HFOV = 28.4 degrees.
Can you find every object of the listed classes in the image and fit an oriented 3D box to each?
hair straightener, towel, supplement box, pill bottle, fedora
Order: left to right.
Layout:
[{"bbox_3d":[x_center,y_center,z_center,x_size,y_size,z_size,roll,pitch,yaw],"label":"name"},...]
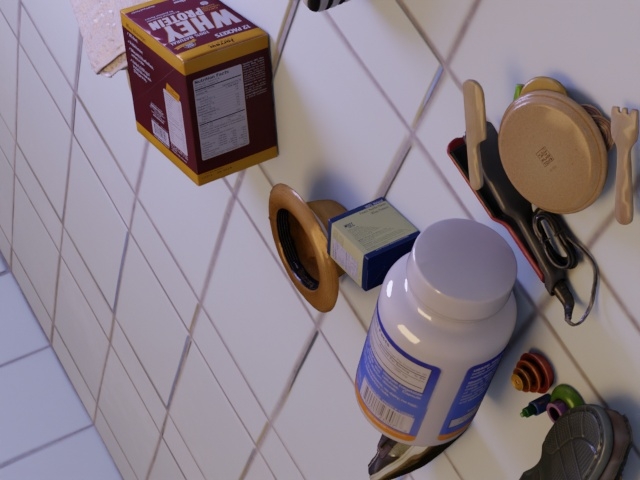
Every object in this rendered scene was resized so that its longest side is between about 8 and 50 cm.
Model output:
[{"bbox_3d":[-0.308,-0.396,1.869,0.187,0.049,0.282,-21,87,38],"label":"towel"},{"bbox_3d":[-0.168,-0.216,1.750,0.191,0.129,0.194,41,144,44],"label":"supplement box"},{"bbox_3d":[0.000,0.000,1.662,0.194,0.079,0.194,54,158,35],"label":"fedora"},{"bbox_3d":[0.064,0.004,1.534,0.083,0.083,0.056,45,146,37],"label":"supplement box"},{"bbox_3d":[0.131,0.101,1.408,0.152,0.152,0.272,52,150,28],"label":"pill bottle"},{"bbox_3d":[0.210,-0.020,1.275,0.230,0.047,0.089,63,155,8],"label":"hair straightener"}]

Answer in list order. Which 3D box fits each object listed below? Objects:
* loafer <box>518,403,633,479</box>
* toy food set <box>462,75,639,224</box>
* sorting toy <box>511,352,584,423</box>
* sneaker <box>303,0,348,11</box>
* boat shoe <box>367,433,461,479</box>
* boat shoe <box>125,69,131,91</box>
[{"bbox_3d":[0.279,0.254,1.357,0.267,0.084,0.096,113,158,-52],"label":"loafer"},{"bbox_3d":[0.224,-0.089,1.200,0.192,0.039,0.132,18,124,41],"label":"toy food set"},{"bbox_3d":[0.241,0.171,1.380,0.102,0.042,0.061,52,151,28],"label":"sorting toy"},{"bbox_3d":[-0.010,-0.386,1.336,0.162,0.106,0.281,58,154,25],"label":"sneaker"},{"bbox_3d":[0.118,0.256,1.657,0.073,0.080,0.223,65,150,17],"label":"boat shoe"},{"bbox_3d":[-0.254,-0.271,1.925,0.233,0.084,0.079,64,155,13],"label":"boat shoe"}]
